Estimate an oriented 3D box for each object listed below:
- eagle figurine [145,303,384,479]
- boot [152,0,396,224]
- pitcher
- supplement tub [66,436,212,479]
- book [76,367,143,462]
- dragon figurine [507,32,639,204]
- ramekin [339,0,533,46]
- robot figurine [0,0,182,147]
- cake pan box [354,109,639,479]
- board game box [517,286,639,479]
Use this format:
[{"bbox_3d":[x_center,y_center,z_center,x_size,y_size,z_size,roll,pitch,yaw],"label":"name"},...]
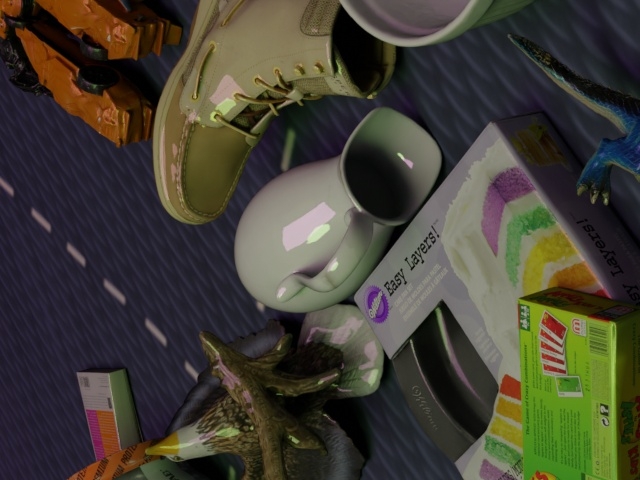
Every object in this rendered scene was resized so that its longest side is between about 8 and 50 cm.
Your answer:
[{"bbox_3d":[-0.063,0.186,1.472,0.298,0.225,0.226,87,-163,-66],"label":"eagle figurine"},{"bbox_3d":[-0.039,-0.129,1.325,0.203,0.095,0.262,14,85,46],"label":"boot"},{"bbox_3d":[0.000,0.000,1.303,0.125,0.178,0.207,38,139,-11],"label":"pitcher"},{"bbox_3d":[-0.160,0.386,1.620,0.193,0.193,0.316,-45,67,49],"label":"supplement tub"},{"bbox_3d":[-0.255,0.228,1.821,0.096,0.035,0.144,-6,97,56],"label":"book"},{"bbox_3d":[0.254,-0.060,1.022,0.289,0.085,0.144,61,141,17],"label":"dragon figurine"},{"bbox_3d":[0.097,-0.255,1.137,0.207,0.109,0.207,21,117,47],"label":"ramekin"},{"bbox_3d":[-0.269,-0.232,1.636,0.291,0.085,0.211,40,131,36],"label":"robot figurine"},{"bbox_3d":[0.157,0.070,1.209,0.246,0.070,0.267,61,140,21],"label":"cake pan box"},{"bbox_3d":[0.193,0.132,1.094,0.092,0.043,0.181,14,112,49],"label":"board game box"}]
